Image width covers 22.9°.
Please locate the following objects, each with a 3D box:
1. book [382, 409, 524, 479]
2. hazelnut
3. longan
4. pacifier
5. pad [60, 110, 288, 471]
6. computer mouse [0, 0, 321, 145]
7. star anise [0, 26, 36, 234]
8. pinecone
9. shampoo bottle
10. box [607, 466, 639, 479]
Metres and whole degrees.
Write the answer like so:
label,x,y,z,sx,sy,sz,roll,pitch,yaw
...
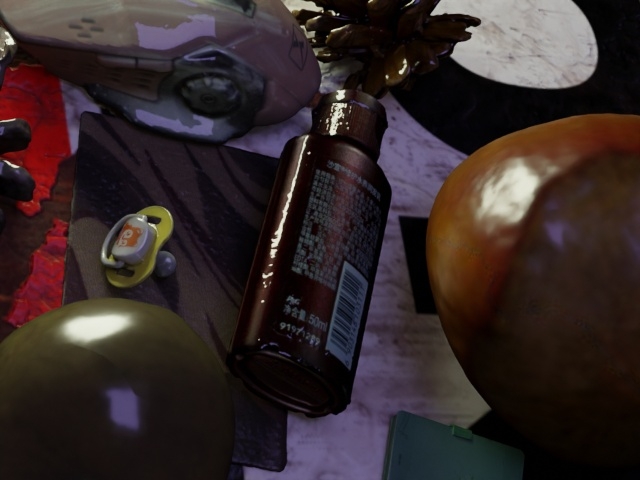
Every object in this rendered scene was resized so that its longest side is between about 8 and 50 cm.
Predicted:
label,x,y,z,sx,sy,sz,roll,pitch,yaw
book,0.122,0.218,1.451,0.135,0.017,0.103,19,58,-15
hazelnut,0.273,0.030,1.453,0.366,0.366,0.366,12,58,-20
longan,-0.177,0.162,1.198,0.248,0.248,0.248,12,58,-20
pacifier,-0.157,0.012,1.408,0.064,0.068,0.083,43,64,-42
pad,-0.126,0.040,1.435,0.220,0.004,0.330,12,58,-20
computer mouse,-0.170,-0.222,1.496,0.389,0.115,0.199,17,52,-18
star anise,-0.340,-0.084,1.335,0.257,0.110,0.198,-22,74,-41
pinecone,0.062,-0.241,1.602,0.195,0.150,0.179,41,52,10
shampoo bottle,0.000,0.000,1.470,0.129,0.084,0.323,31,50,-24
box,0.400,0.300,1.512,0.290,0.073,0.289,39,53,-3
